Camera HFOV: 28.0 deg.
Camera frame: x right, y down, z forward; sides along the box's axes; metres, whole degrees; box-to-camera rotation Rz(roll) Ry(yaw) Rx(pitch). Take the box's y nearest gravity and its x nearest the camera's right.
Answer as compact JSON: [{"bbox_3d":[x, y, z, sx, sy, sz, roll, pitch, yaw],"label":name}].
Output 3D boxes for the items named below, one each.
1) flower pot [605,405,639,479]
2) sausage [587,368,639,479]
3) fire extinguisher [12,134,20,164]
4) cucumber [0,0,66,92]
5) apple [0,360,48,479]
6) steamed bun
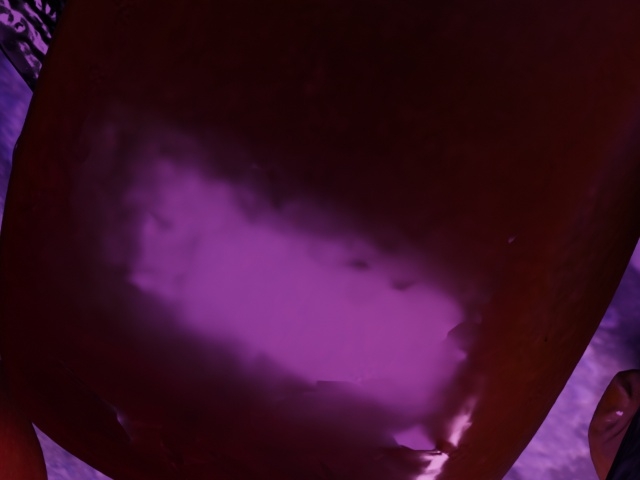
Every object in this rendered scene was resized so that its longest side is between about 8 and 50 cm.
[{"bbox_3d":[0.230,0.034,0.404,0.299,0.283,0.299,23,144,17],"label":"flower pot"},{"bbox_3d":[0.365,0.174,0.590,0.500,0.123,0.136,14,118,24],"label":"sausage"},{"bbox_3d":[-0.159,-0.029,0.783,0.099,0.071,0.231,48,149,25],"label":"fire extinguisher"},{"bbox_3d":[-0.163,-0.173,0.612,0.074,0.074,0.241,-1,131,36],"label":"cucumber"},{"bbox_3d":[-0.368,0.160,0.966,0.328,0.295,0.365,5,141,-13],"label":"apple"},{"bbox_3d":[0.000,0.000,0.548,0.235,0.248,0.379,27,142,6],"label":"steamed bun"}]
